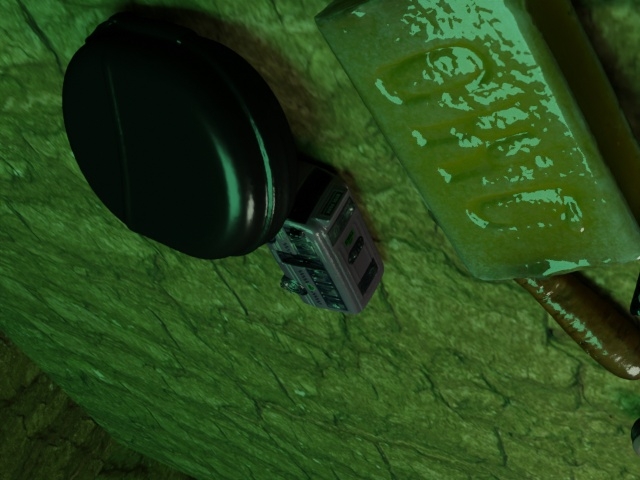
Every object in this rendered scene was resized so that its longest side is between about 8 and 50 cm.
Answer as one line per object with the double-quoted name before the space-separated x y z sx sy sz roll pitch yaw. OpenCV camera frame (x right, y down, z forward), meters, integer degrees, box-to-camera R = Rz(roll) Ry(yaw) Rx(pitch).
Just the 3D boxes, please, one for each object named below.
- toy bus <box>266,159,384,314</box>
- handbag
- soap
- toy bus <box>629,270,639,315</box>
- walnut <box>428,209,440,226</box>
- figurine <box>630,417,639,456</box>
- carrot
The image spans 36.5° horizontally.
"toy bus" 0.000 0.000 1.135 0.108 0.096 0.199 16 151 30
"handbag" -0.158 -0.107 1.025 0.308 0.093 0.254 21 131 36
"soap" 0.137 -0.099 0.752 0.173 0.089 0.274 -11 124 42
"toy bus" 0.345 0.017 0.804 0.089 0.087 0.194 27 155 -7
"walnut" 0.175 -0.028 0.924 0.170 0.069 0.143 20 151 16
"figurine" 0.435 0.244 1.161 0.129 0.054 0.072 5 160 31
"carrot" 0.259 0.064 1.019 0.248 0.059 0.059 40 154 -12
